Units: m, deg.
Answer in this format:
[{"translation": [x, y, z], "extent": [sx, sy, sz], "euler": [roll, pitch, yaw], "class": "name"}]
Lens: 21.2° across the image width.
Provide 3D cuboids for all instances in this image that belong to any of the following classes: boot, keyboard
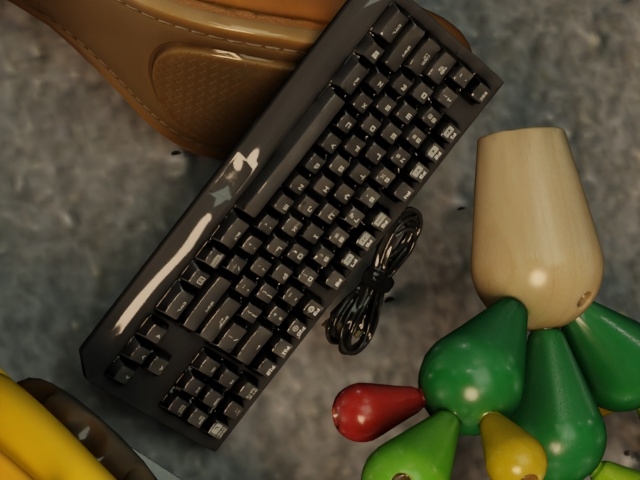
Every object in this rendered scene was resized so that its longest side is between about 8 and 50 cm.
[{"translation": [-0.068, -0.154, 0.698], "extent": [0.283, 0.109, 0.220], "euler": [6, 66, -9], "class": "boot"}, {"translation": [0.000, 0.000, 0.642], "extent": [0.180, 0.023, 0.108], "euler": [-52, 133, 4], "class": "keyboard"}]

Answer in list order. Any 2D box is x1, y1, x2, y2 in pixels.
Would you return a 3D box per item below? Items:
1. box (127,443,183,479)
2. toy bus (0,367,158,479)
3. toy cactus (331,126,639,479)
[{"translation": [-0.061, 0.214, 0.585], "extent": [0.183, 0.059, 0.233], "euler": [34, 66, -5], "class": "box"}, {"translation": [-0.160, 0.052, 0.499], "extent": [0.220, 0.211, 0.149], "euler": [35, 67, 22], "class": "toy bus"}, {"translation": [0.082, 0.050, 0.648], "extent": [0.219, 0.112, 0.180], "euler": [-1, 82, -39], "class": "toy cactus"}]
